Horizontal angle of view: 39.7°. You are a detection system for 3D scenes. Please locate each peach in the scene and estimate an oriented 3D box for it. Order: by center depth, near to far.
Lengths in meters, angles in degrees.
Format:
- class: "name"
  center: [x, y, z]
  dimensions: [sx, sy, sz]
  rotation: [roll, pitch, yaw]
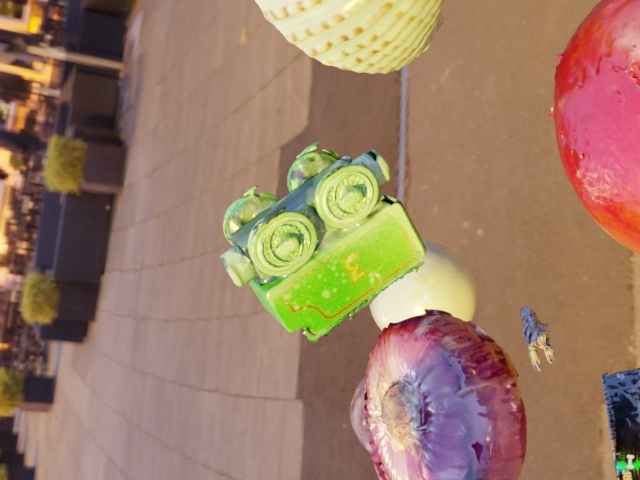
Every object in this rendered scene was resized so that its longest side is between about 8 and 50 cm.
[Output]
- class: "peach"
  center: [0.408, -0.129, 0.830]
  dimensions: [0.370, 0.370, 0.369]
  rotation: [-171, 90, -69]

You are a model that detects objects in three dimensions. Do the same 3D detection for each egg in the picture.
- class: "egg"
  center: [0.173, 0.090, 1.522]
  dimensions: [0.264, 0.183, 0.182]
  rotation: [-83, 5, -82]

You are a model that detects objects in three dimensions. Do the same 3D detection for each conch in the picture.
- class: "conch"
  center: [0.064, -0.380, 1.114]
  dimensions: [0.215, 0.319, 0.303]
  rotation: [-25, 32, 61]

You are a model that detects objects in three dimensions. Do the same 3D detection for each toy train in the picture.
- class: "toy train"
  center: [0.000, 0.000, 1.118]
  dimensions: [0.188, 0.243, 0.132]
  rotation: [61, 168, -25]

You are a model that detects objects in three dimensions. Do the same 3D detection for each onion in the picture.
- class: "onion"
  center: [0.148, 0.185, 0.944]
  dimensions: [0.230, 0.164, 0.229]
  rotation: [-176, 90, -69]

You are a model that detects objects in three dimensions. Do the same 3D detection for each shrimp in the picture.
- class: "shrimp"
  center: [0.301, 0.134, 1.221]
  dimensions: [0.029, 0.038, 0.092]
  rotation: [138, 127, -67]

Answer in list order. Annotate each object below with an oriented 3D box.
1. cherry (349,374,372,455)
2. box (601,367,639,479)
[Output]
- class: "cherry"
  center: [0.153, 0.290, 1.481]
  dimensions: [0.195, 0.195, 0.195]
  rotation: [-171, 90, -69]
- class: "box"
  center: [0.500, 0.228, 1.026]
  dimensions: [0.310, 0.084, 0.198]
  rotation: [-19, 62, 34]
